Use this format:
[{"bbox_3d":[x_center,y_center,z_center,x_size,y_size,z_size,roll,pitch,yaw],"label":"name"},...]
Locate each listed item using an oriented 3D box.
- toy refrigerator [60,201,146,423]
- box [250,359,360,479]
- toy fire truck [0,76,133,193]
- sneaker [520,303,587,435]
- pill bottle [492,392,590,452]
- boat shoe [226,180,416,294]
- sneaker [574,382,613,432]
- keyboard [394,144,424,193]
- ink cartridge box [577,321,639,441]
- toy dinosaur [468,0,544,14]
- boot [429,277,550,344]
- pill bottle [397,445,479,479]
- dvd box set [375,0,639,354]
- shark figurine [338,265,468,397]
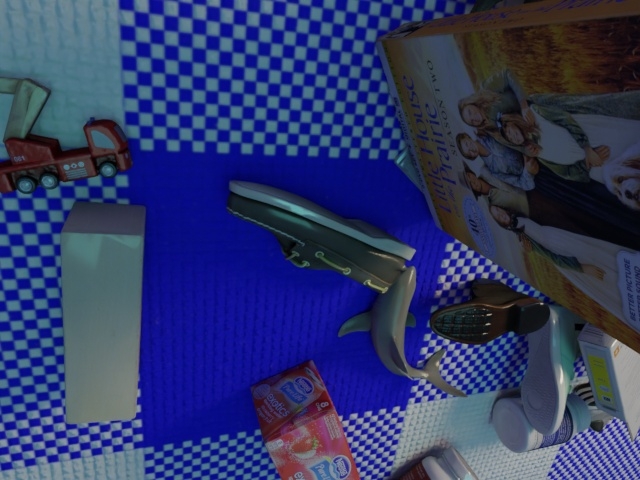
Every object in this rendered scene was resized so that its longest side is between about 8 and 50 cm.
[{"bbox_3d":[-0.280,0.095,0.586,0.094,0.102,0.270,2,114,-21],"label":"toy refrigerator"},{"bbox_3d":[-0.017,0.357,0.791,0.122,0.128,0.257,-21,119,-9],"label":"box"},{"bbox_3d":[-0.321,-0.124,0.499,0.191,0.047,0.136,-14,117,-14],"label":"toy fire truck"},{"bbox_3d":[0.491,0.257,0.912,0.150,0.094,0.256,3,91,-23],"label":"sneaker"},{"bbox_3d":[0.487,0.390,0.997,0.186,0.112,0.112,-2,115,-18],"label":"pill bottle"},{"bbox_3d":[0.002,0.002,0.639,0.304,0.109,0.091,20,102,-31],"label":"boat shoe"},{"bbox_3d":[0.713,0.399,1.109,0.228,0.086,0.132,-5,121,-6],"label":"sneaker"},{"bbox_3d":[0.219,-0.075,0.739,0.256,0.014,0.072,39,92,-30],"label":"keyboard"},{"bbox_3d":[0.637,0.193,0.924,0.303,0.072,0.307,-46,125,-24],"label":"ink cartridge box"},{"bbox_3d":[0.278,-0.356,0.568,0.313,0.160,0.121,-40,158,15],"label":"toy dinosaur"},{"bbox_3d":[0.277,0.121,0.805,0.218,0.106,0.082,-1,110,-14],"label":"boot"},{"bbox_3d":[0.229,0.547,0.975,0.216,0.121,0.121,-41,121,2],"label":"pill bottle"},{"bbox_3d":[0.211,-0.083,0.482,0.062,0.420,0.308,-28,117,-6],"label":"dvd box set"},{"bbox_3d":[0.145,0.198,0.785,0.166,0.116,0.278,-30,119,-3],"label":"shark figurine"}]
